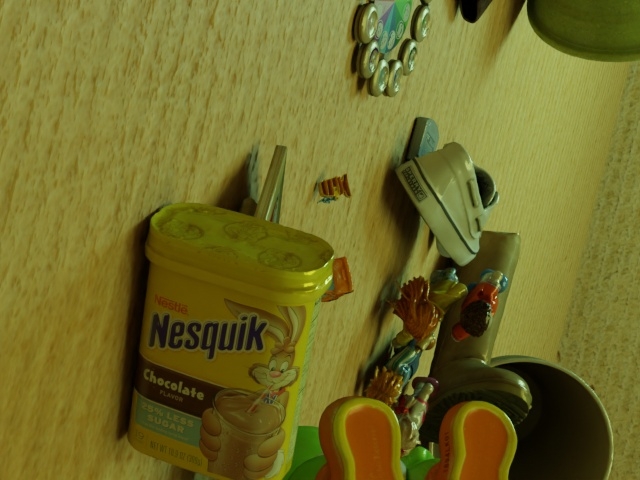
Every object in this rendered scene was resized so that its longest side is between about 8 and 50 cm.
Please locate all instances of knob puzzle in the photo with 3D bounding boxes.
[{"bbox_3d":[-0.062,0.049,1.262,0.213,0.030,0.213,10,90,-87],"label":"knob puzzle"}]

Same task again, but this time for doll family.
[{"bbox_3d":[0.107,0.126,1.862,0.263,0.118,0.163,-62,177,20],"label":"doll family"}]

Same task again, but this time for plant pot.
[{"bbox_3d":[0.280,0.271,2.381,0.274,0.256,0.257,-82,-176,-82],"label":"plant pot"},{"bbox_3d":[0.389,-0.416,2.106,0.254,0.276,0.276,74,32,-42],"label":"plant pot"}]

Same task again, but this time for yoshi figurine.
[{"bbox_3d":[0.012,0.205,1.363,0.203,0.203,0.362,-40,176,-34],"label":"yoshi figurine"}]

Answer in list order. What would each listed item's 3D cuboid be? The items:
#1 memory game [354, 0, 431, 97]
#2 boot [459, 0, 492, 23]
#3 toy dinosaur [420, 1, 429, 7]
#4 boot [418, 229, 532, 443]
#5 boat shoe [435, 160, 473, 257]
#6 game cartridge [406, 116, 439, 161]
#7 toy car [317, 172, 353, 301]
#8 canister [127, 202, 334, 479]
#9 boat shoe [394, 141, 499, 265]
[{"bbox_3d":[0.074,-0.223,1.517,0.186,0.012,0.186,-48,146,-49],"label":"memory game"},{"bbox_3d":[0.212,-0.333,1.871,0.207,0.090,0.248,-58,162,-16],"label":"boot"},{"bbox_3d":[0.188,-0.362,1.637,0.160,0.121,0.314,27,73,-61],"label":"toy dinosaur"},{"bbox_3d":[0.205,0.104,2.035,0.236,0.089,0.270,-26,-140,56],"label":"boot"},{"bbox_3d":[0.161,-0.047,1.983,0.040,0.049,0.142,-87,-177,-56],"label":"boat shoe"},{"bbox_3d":[0.114,-0.107,1.803,0.083,0.017,0.056,39,70,-74],"label":"game cartridge"},{"bbox_3d":[0.000,0.000,1.486,0.040,0.060,0.122,-8,98,-27],"label":"toy car"},{"bbox_3d":[-0.065,0.073,1.113,0.073,0.126,0.170,-46,149,-63],"label":"canister"},{"bbox_3d":[0.154,-0.047,1.812,0.088,0.096,0.267,-32,156,5],"label":"boat shoe"}]
